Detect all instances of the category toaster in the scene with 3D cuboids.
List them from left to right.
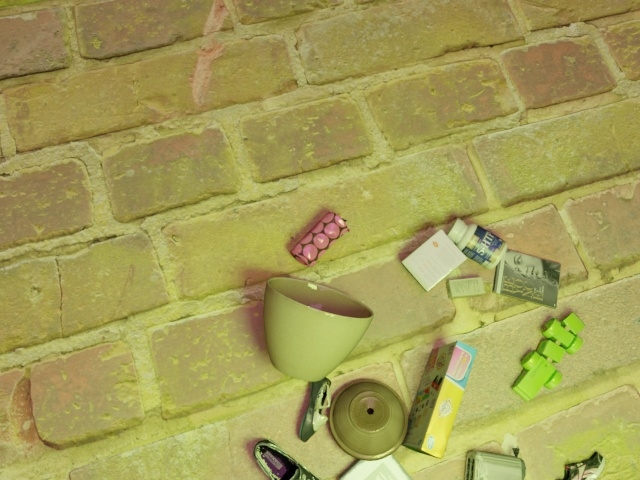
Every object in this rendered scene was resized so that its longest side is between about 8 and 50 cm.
[{"bbox_3d":[0.507,0.709,1.524,0.147,0.129,0.226,11,72,1],"label":"toaster"}]

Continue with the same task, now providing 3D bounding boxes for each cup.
[{"bbox_3d":[-0.034,0.275,1.555,0.332,0.331,0.236,18,98,1],"label":"cup"}]

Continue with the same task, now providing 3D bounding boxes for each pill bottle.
[{"bbox_3d":[0.525,0.007,1.769,0.187,0.112,0.112,31,72,6],"label":"pill bottle"}]

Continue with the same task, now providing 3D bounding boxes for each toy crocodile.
[{"bbox_3d":[0.735,0.366,1.679,0.115,0.105,0.340,37,77,7],"label":"toy crocodile"}]

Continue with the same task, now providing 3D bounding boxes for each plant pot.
[{"bbox_3d":[0.144,0.517,1.539,0.238,0.109,0.237,0,57,0],"label":"plant pot"}]

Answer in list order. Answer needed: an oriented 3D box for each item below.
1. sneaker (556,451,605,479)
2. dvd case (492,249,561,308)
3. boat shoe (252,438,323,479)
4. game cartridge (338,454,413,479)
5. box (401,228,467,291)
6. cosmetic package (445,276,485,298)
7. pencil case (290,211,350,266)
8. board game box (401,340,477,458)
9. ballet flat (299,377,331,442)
[{"bbox_3d":[0.788,0.701,1.582,0.178,0.072,0.077,-38,68,-21],"label":"sneaker"},{"bbox_3d":[0.711,0.129,1.792,0.222,0.018,0.164,15,71,1],"label":"dvd case"},{"bbox_3d":[-0.074,0.687,1.496,0.301,0.102,0.108,43,73,10],"label":"boat shoe"},{"bbox_3d":[0.199,0.767,1.519,0.198,0.062,0.297,-38,78,-11],"label":"game cartridge"},{"bbox_3d":[0.375,0.069,1.723,0.170,0.091,0.130,-40,78,2],"label":"box"},{"bbox_3d":[0.486,0.160,1.751,0.115,0.041,0.060,-3,71,-6],"label":"cosmetic package"},{"bbox_3d":[0.000,0.000,1.742,0.209,0.095,0.098,-45,96,-14],"label":"pencil case"},{"bbox_3d":[0.342,0.465,1.532,0.064,0.242,0.316,24,72,2],"label":"board game box"},{"bbox_3d":[-0.008,0.509,1.574,0.074,0.074,0.203,14,69,0],"label":"ballet flat"}]
